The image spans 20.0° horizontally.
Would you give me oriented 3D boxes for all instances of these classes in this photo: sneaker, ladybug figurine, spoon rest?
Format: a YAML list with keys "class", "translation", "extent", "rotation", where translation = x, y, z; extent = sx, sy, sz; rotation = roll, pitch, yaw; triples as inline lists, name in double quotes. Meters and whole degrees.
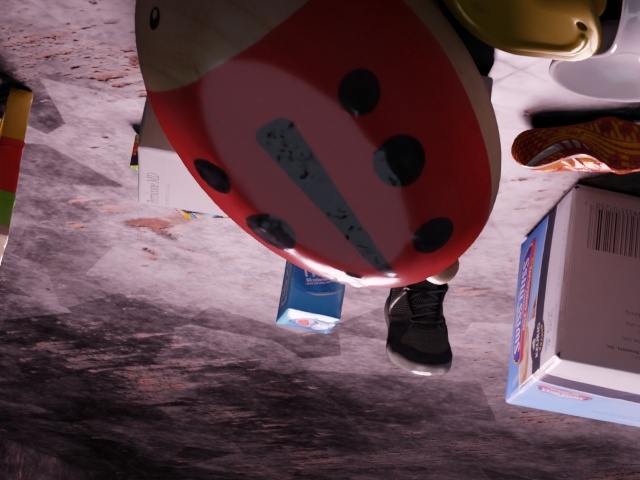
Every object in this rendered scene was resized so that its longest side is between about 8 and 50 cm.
- class: "sneaker"
  translation: [0.303, -0.106, 2.033]
  extent: [0.175, 0.064, 0.067]
  rotation: [4, 180, 25]
- class: "ladybug figurine"
  translation: [-0.001, -0.111, 1.745]
  extent: [0.305, 0.162, 0.449]
  rotation: [-31, 115, 27]
- class: "sneaker"
  translation: [0.133, 0.088, 2.425]
  extent: [0.087, 0.227, 0.130]
  rotation: [5, 115, -5]
- class: "spoon rest"
  translation: [0.295, -0.191, 1.752]
  extent: [0.137, 0.084, 0.276]
  rotation: [7, 159, 5]

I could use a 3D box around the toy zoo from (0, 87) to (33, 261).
- class: "toy zoo"
  translation: [-0.383, -0.045, 2.141]
  extent: [0.030, 0.293, 0.192]
  rotation: [14, 133, -13]

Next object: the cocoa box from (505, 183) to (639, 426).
- class: "cocoa box"
  translation: [0.432, 0.103, 2.267]
  extent: [0.347, 0.231, 0.228]
  rotation: [11, 160, -8]

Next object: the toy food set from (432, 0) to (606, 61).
- class: "toy food set"
  translation: [0.182, -0.237, 1.680]
  extent: [0.218, 0.071, 0.128]
  rotation: [14, 149, 44]

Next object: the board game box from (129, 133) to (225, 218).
- class: "board game box"
  translation: [-0.137, -0.079, 2.266]
  extent: [0.141, 0.048, 0.170]
  rotation: [1, 158, 23]

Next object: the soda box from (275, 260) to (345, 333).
- class: "soda box"
  translation: [0.000, 0.000, 2.189]
  extent: [0.067, 0.210, 0.071]
  rotation: [12, 160, -9]

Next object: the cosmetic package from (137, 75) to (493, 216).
- class: "cosmetic package"
  translation: [-0.011, -0.109, 1.987]
  extent: [0.366, 0.155, 0.197]
  rotation: [8, 163, -2]
